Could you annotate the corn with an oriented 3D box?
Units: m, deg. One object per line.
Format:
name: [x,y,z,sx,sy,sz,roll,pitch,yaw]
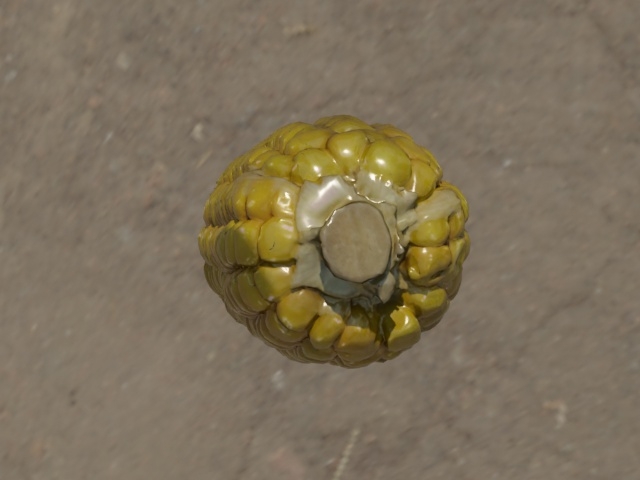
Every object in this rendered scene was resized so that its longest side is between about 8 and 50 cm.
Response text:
corn: [0.000,0.000,0.557,0.068,0.207,0.068,0,90,-5]
